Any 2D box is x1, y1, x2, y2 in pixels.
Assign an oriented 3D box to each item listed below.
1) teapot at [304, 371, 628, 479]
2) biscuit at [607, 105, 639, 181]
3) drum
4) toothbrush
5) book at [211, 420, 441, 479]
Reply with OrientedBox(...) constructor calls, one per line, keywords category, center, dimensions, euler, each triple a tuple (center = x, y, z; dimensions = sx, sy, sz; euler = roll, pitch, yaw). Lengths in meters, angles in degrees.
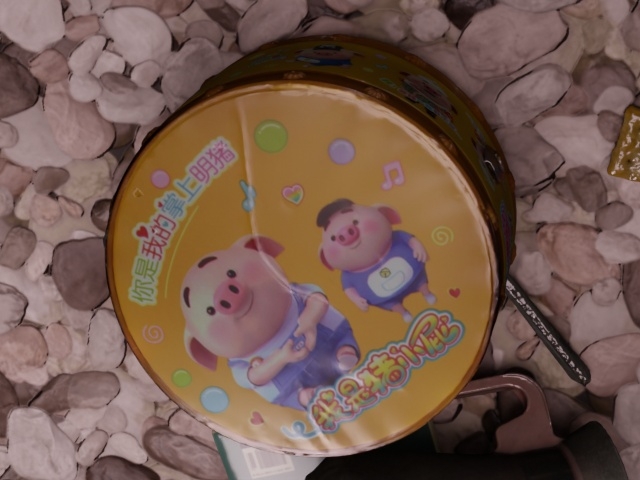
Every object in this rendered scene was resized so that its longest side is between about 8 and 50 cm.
OrientedBox(category="teapot", center=(0.161, 0.311, 1.777), dimensions=(0.344, 0.253, 0.300), euler=(-11, 76, -6))
OrientedBox(category="biscuit", center=(0.361, -0.100, 1.727), dimensions=(0.081, 0.018, 0.083), euler=(16, 110, 1))
OrientedBox(category="drum", center=(0.000, 0.000, 1.683), dimensions=(0.431, 0.214, 0.431), euler=(4, 110, 10))
OrientedBox(category="toothbrush", center=(0.216, 0.051, 1.793), dimensions=(0.030, 0.030, 0.297), euler=(-37, 101, 9))
OrientedBox(category="book", center=(0.045, 0.367, 1.925), dimensions=(0.264, 0.031, 0.379), euler=(-13, 108, 11))
